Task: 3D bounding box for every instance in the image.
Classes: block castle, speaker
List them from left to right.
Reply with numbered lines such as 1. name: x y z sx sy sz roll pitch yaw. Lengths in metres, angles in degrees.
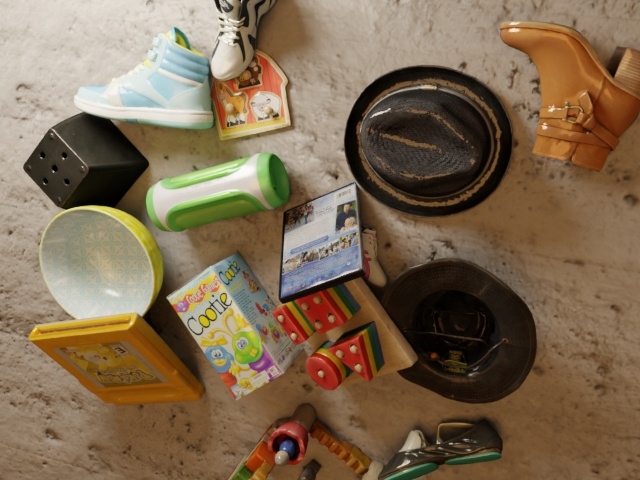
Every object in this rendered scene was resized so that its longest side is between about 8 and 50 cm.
1. speaker: -0.223 -0.101 1.244 0.296 0.131 0.131 -12 99 19
2. block castle: -0.084 0.635 1.324 0.303 0.213 0.453 38 110 5

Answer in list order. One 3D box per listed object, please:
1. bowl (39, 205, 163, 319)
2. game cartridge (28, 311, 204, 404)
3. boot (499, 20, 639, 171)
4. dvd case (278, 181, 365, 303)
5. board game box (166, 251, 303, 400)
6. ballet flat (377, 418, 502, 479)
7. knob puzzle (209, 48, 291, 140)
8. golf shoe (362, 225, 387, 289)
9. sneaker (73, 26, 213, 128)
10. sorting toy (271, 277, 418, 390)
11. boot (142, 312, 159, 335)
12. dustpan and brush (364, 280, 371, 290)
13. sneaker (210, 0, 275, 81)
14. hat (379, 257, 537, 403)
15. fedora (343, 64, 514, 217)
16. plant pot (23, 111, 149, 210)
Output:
1. bowl: -0.477 0.044 1.331 0.289 0.156 0.289 5 109 14
2. game cartridge: -0.474 0.295 1.358 0.285 0.053 0.324 -9 133 19
3. boot: 0.429 -0.264 1.042 0.283 0.109 0.220 20 111 4
4. dvd case: 0.000 0.000 1.156 0.180 0.253 0.022 -22 132 20
5. board game box: -0.188 0.189 1.291 0.142 0.144 0.275 -33 91 21
6. ballet flat: 0.254 0.459 1.253 0.280 0.095 0.096 -18 53 10
7. knob puzzle: -0.162 -0.326 1.228 0.213 0.030 0.213 4 103 16
8. golf shoe: 0.090 0.017 1.211 0.086 0.067 0.186 -36 91 19
9. sneaker: -0.377 -0.358 1.237 0.319 0.127 0.208 8 104 7
10. sorting toy: 0.028 0.197 1.196 0.255 0.089 0.257 54 140 -1
11. boot: -0.422 0.167 1.414 0.106 0.037 0.114 32 104 5
12. dustpan and brush: 0.023 0.075 1.247 0.147 0.060 0.211 -16 98 19
13. sneaker: -0.179 -0.438 1.129 0.094 0.153 0.235 39 105 15
14. hat: 0.281 0.160 1.154 0.331 0.134 0.331 11 121 20
15. fedora: 0.195 -0.181 1.091 0.334 0.152 0.334 4 104 16
16. plant pot: -0.547 -0.170 1.303 0.188 0.167 0.187 47 111 1
